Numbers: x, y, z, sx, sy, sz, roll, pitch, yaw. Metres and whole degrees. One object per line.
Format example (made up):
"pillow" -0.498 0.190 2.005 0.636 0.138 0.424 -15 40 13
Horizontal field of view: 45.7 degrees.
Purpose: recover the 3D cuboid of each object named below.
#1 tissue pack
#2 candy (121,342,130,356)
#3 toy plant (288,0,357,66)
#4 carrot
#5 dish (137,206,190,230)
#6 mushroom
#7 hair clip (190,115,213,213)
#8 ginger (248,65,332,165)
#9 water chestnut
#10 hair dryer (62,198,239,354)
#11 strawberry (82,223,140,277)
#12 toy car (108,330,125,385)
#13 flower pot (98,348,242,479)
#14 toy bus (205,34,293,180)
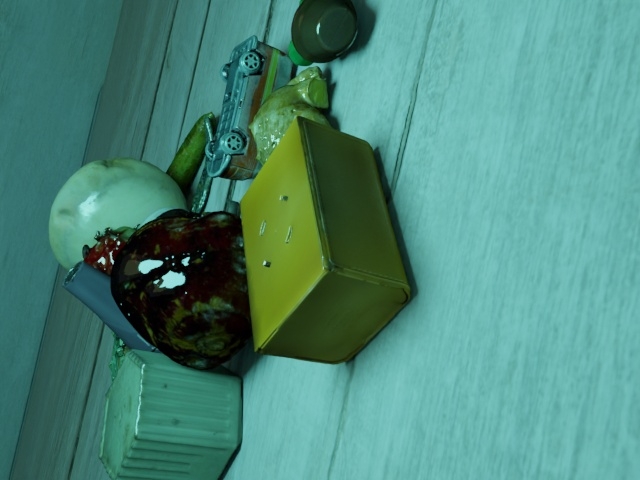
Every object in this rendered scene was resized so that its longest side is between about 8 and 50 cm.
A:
"tissue pack" 0.000 0.000 1.043 0.194 0.145 0.275 -53 36 40
"candy" -0.421 0.228 1.797 0.095 0.085 0.110 130 154 -50
"toy plant" 0.000 -0.351 1.255 0.143 0.105 0.200 -63 19 10
"carrot" -0.336 -0.166 1.842 0.359 0.074 0.074 -54 34 31
"dish" -0.305 -0.008 1.409 0.078 0.141 0.141 26 102 33
"mushroom" -0.461 -0.015 1.743 0.356 0.315 0.315 121 150 -52
"hair clip" -0.264 -0.168 1.736 0.066 0.036 0.229 -170 87 -67
"ginger" -0.047 -0.190 1.266 0.157 0.102 0.216 -23 46 24
"water chestnut" -0.209 0.072 1.299 0.244 0.289 0.289 -47 9 -35
"hair dryer" -0.287 0.053 1.496 0.361 0.301 0.121 -53 25 -9
"strawberry" -0.378 0.101 1.603 0.150 0.253 0.280 33 109 53
"toy car" -0.509 0.301 1.951 0.093 0.058 0.186 -120 38 -53
"flower pot" -0.267 0.316 1.343 0.239 0.189 0.209 -62 30 27
"toy bus" -0.132 -0.236 1.426 0.121 0.119 0.265 -4 74 62
